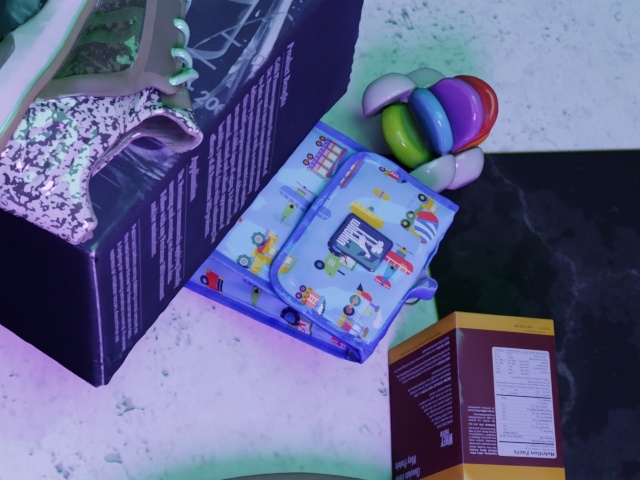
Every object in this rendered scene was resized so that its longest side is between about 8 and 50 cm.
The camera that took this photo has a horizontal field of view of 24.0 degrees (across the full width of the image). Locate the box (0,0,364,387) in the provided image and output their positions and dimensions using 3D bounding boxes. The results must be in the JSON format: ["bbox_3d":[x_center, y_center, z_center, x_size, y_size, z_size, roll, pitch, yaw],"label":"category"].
[{"bbox_3d":[-0.278,-0.195,1.570,0.480,0.297,0.472,31,60,12],"label":"box"}]

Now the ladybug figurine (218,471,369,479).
[{"bbox_3d":[-0.015,0.389,1.596,0.449,0.162,0.305,2,34,-21],"label":"ladybug figurine"}]

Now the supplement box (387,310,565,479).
[{"bbox_3d":[0.176,0.204,1.754,0.129,0.191,0.194,6,70,-21],"label":"supplement box"}]

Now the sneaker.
[{"bbox_3d":[-0.167,-0.155,1.328,0.182,0.158,0.410,36,66,-3],"label":"sneaker"}]

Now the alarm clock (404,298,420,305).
[{"bbox_3d":[0.067,-0.003,1.854,0.129,0.064,0.192,-35,91,-28],"label":"alarm clock"}]

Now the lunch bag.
[{"bbox_3d":[0.000,0.000,1.730,0.293,0.138,0.221,28,63,12],"label":"lunch bag"}]

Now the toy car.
[{"bbox_3d":[0.152,-0.149,1.876,0.182,0.136,0.159,-17,79,-55],"label":"toy car"}]
